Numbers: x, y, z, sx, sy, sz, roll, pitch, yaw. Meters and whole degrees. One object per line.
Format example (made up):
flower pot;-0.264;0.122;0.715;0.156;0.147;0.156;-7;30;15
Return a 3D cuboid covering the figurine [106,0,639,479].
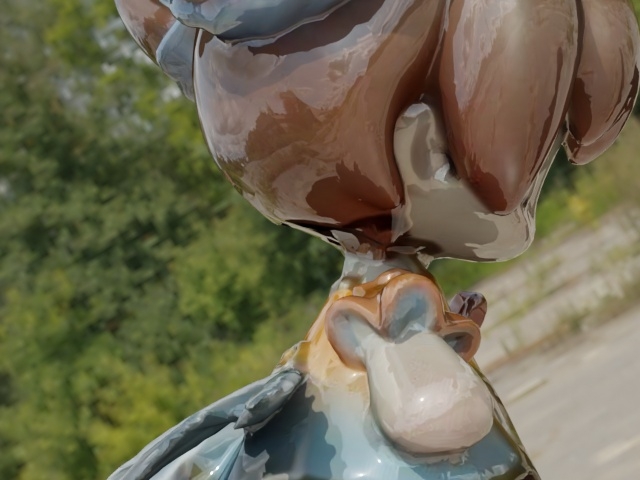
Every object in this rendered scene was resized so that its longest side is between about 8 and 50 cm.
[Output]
figurine;0.001;0.000;0.700;0.248;0.388;0.276;11;-6;-5
